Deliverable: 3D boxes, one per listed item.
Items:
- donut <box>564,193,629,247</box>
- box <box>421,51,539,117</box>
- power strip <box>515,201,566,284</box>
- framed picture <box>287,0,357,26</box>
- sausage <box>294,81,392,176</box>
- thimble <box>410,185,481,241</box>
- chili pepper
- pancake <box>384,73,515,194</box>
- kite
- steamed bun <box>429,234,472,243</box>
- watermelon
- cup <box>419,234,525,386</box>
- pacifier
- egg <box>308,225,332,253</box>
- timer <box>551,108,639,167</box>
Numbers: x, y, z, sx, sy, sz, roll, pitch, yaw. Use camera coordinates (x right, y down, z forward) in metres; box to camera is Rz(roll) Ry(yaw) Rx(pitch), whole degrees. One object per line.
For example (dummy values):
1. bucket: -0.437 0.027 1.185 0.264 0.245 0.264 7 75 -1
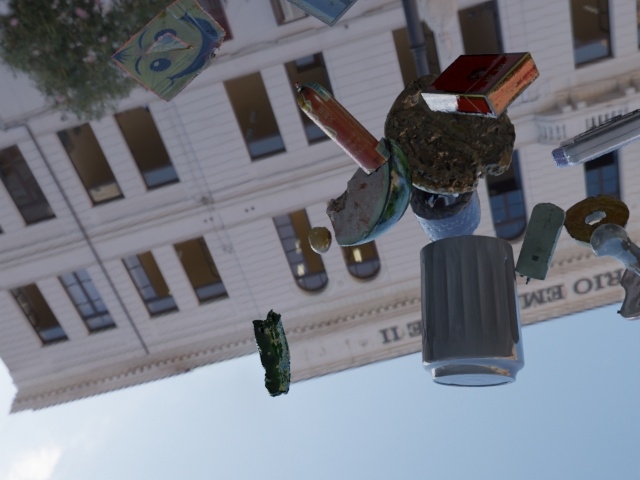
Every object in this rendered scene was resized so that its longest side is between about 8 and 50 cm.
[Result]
1. donut: 0.796 -0.049 1.818 0.178 0.065 0.162 -20 -135 15
2. box: 0.365 -0.364 1.468 0.153 0.074 0.239 -41 -152 -12
3. power strip: 0.548 0.010 1.579 0.079 0.227 0.029 20 -154 24
4. framed picture: 0.000 -0.845 2.098 0.213 0.289 0.016 -37 -128 36
5. sausage: 0.041 -0.257 1.395 0.083 0.264 0.083 -45 -168 12
6. thimble: 0.379 -0.113 1.930 0.205 0.172 0.236 -34 -131 0
7. chili pepper: -0.124 0.293 1.648 0.098 0.225 0.061 -4 167 -41
8. pancake: 0.358 -0.295 1.771 0.381 0.071 0.383 -1 -110 3
9. kite: -0.411 -0.510 1.711 0.327 0.378 0.013 -19 -114 -36
10. steamed bun: 0.473 0.023 2.189 0.140 0.172 0.155 -38 -172 8
11. watermelon: 0.145 -0.120 1.633 0.305 0.180 0.224 -55 -175 40
12. cup: 0.374 0.192 1.571 0.236 0.323 0.327 -6 -112 17
13. pacifier: 0.840 0.065 1.628 0.272 0.221 0.332 4 -150 25
14. egg: 0.000 0.000 1.889 0.071 0.071 0.083 -8 -113 18
15. timer: 0.761 -0.278 1.701 0.253 0.078 0.178 -24 -177 5
